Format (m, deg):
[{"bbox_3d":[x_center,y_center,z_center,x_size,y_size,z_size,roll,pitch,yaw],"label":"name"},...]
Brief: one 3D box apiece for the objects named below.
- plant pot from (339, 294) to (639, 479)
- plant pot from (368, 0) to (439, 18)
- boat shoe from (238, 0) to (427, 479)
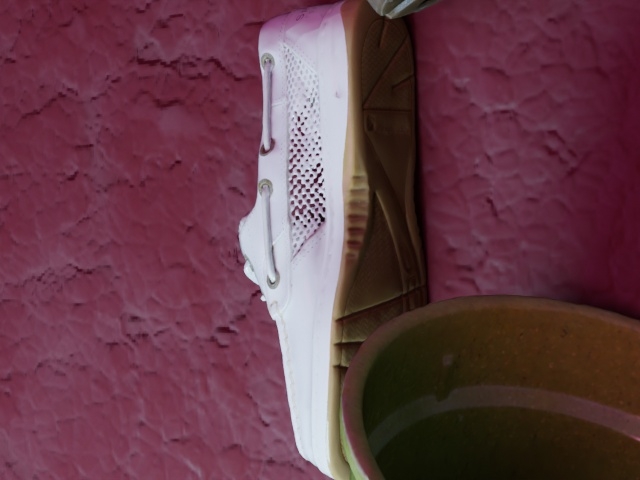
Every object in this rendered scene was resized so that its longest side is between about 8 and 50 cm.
[{"bbox_3d":[0.112,0.208,0.818,0.276,0.276,0.254,32,122,26],"label":"plant pot"},{"bbox_3d":[0.039,-0.220,0.866,0.167,0.167,0.165,-38,82,30],"label":"plant pot"},{"bbox_3d":[0.000,0.000,0.949,0.096,0.098,0.277,-1,86,33],"label":"boat shoe"}]
